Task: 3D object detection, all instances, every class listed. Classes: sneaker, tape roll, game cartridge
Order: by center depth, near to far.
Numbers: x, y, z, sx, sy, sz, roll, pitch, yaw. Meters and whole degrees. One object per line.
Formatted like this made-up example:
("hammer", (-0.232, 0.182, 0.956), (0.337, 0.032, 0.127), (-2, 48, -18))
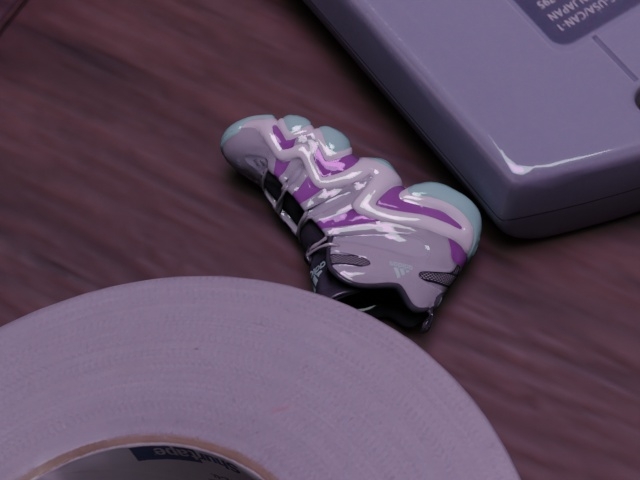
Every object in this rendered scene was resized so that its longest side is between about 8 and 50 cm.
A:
("tape roll", (-0.043, 0.119, 0.414), (0.219, 0.072, 0.219), (-9, 52, 12))
("sneaker", (0.000, 0.000, 0.535), (0.098, 0.038, 0.069), (22, 62, 12))
("game cartridge", (0.143, -0.129, 0.604), (0.297, 0.062, 0.198), (-30, 69, -17))
